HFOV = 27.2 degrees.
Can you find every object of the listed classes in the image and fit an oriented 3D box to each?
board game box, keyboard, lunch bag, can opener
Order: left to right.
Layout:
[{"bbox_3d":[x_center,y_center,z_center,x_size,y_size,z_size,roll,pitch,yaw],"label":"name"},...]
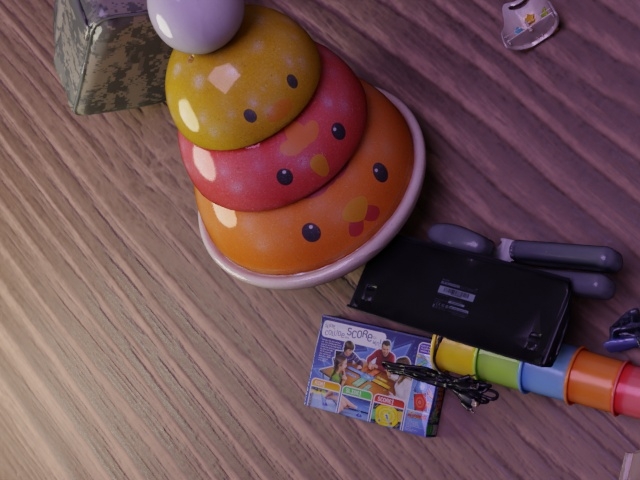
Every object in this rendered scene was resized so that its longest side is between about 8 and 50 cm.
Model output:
[{"bbox_3d":[-0.308,-0.376,2.023,0.256,0.213,0.305,66,156,18],"label":"lunch bag"},{"bbox_3d":[0.081,0.190,1.874,0.201,0.035,0.136,12,89,31],"label":"board game box"},{"bbox_3d":[0.169,0.110,1.728,0.317,0.033,0.201,15,77,39],"label":"keyboard"},{"bbox_3d":[0.261,0.031,1.741,0.280,0.093,0.074,7,76,42],"label":"can opener"}]

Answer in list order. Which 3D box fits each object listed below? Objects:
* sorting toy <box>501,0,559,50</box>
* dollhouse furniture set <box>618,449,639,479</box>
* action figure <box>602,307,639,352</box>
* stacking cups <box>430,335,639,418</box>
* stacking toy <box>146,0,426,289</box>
[{"bbox_3d":[0.286,-0.310,1.824,0.083,0.045,0.075,-32,61,23],"label":"sorting toy"},{"bbox_3d":[0.434,0.311,1.566,0.161,0.182,0.101,13,90,31],"label":"dollhouse furniture set"},{"bbox_3d":[0.473,0.029,1.594,0.341,0.178,0.330,-21,64,25],"label":"action figure"},{"bbox_3d":[0.303,0.174,1.723,0.316,0.096,0.096,17,92,27],"label":"stacking cups"},{"bbox_3d":[-0.094,-0.184,1.732,0.351,0.480,0.350,-14,53,19],"label":"stacking toy"}]
